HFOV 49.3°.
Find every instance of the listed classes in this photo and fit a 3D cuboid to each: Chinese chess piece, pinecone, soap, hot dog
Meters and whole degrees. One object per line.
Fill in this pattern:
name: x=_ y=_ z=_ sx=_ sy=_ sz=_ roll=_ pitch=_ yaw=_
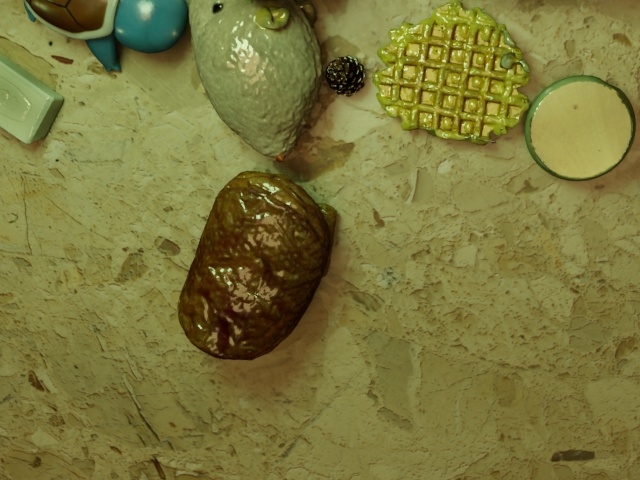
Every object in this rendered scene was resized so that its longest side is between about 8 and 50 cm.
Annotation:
Chinese chess piece: x=0.465 y=-0.201 z=1.257 sx=0.188 sy=0.083 sz=0.189 roll=4 pitch=106 yaw=14
pinecone: x=0.047 y=-0.311 z=1.309 sx=0.077 sy=0.083 sz=0.077 roll=0 pitch=90 yaw=4
soap: x=-0.646 y=-0.299 z=1.461 sx=0.183 sy=0.064 sz=0.121 roll=34 pitch=106 yaw=1
hot dog: x=-0.136 y=0.046 z=1.376 sx=0.267 sy=0.174 sz=0.388 roll=29 pitch=106 yaw=13

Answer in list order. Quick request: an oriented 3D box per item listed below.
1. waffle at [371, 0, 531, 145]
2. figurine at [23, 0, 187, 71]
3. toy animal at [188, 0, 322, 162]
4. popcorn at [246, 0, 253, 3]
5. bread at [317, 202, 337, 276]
waffle: x=0.240 y=-0.296 z=1.289 sx=0.262 sy=0.060 sz=0.281 roll=-32 pitch=95 yaw=20
figurine: x=-0.449 y=-0.497 z=1.314 sx=0.416 sy=0.243 sz=0.298 roll=21 pitch=99 yaw=-16
toy animal: x=-0.109 y=-0.323 z=1.283 sx=0.226 sy=0.188 sz=0.359 roll=-17 pitch=101 yaw=21
popcorn: x=-0.070 y=-0.497 z=1.116 sx=0.251 sy=0.206 sz=0.237 roll=3 pitch=132 yaw=-20
bread: x=0.000 y=0.000 z=1.417 sx=0.052 sy=0.044 sz=0.157 roll=13 pitch=106 yaw=16
